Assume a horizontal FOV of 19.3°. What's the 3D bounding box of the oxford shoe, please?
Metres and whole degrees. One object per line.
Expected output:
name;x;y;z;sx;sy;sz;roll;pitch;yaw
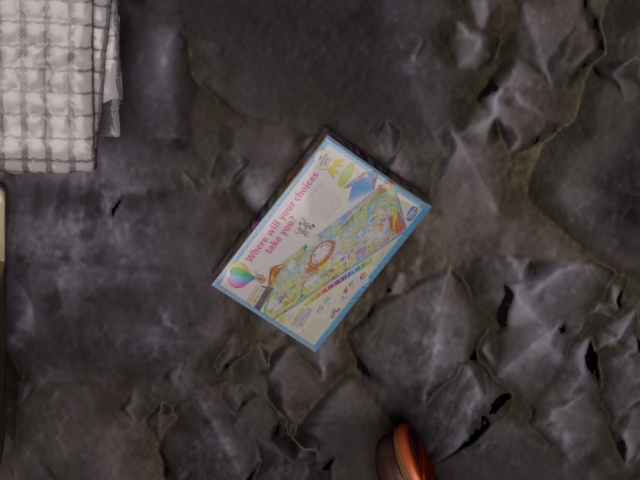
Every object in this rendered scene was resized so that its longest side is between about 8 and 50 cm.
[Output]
oxford shoe;0.062;0.278;1.570;0.098;0.097;0.271;-6;113;5

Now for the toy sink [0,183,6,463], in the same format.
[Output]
toy sink;-0.321;0.079;1.443;0.152;0.131;0.234;3;111;-5

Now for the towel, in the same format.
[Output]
towel;-0.261;-0.191;1.347;0.235;0.121;0.284;-2;111;-5

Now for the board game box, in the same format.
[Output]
board game box;0.000;0.000;1.487;0.103;0.026;0.154;34;106;-16
